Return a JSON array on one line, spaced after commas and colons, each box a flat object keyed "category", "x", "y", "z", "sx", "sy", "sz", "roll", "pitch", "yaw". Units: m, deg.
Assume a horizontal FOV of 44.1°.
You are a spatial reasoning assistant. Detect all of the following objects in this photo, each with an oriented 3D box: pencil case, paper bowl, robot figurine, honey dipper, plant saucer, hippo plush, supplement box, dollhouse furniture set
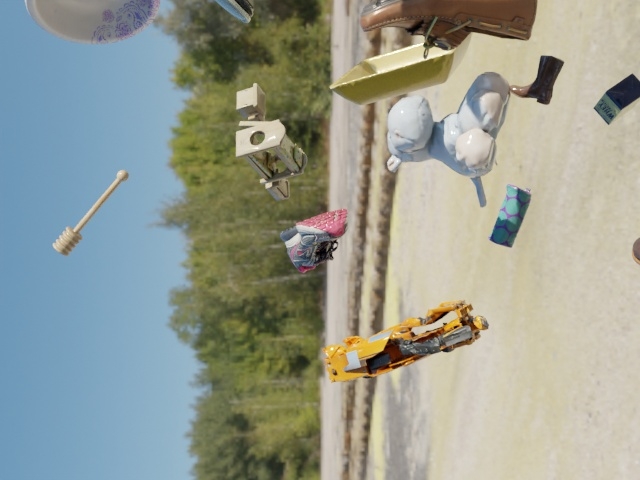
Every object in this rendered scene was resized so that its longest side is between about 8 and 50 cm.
[{"category": "pencil case", "x": 0.462, "y": -0.060, "z": 1.932, "sx": 0.070, "sy": 0.064, "sz": 0.152, "roll": 43, "pitch": 120, "yaw": 59}, {"category": "paper bowl", "x": -0.501, "y": -0.572, "z": 1.731, "sx": 0.284, "sy": 0.284, "sz": 0.148, "roll": 96, "pitch": 163, "yaw": -69}, {"category": "robot figurine", "x": 0.159, "y": 0.180, "z": 1.428, "sx": 0.211, "sy": 0.291, "sz": 0.085, "roll": -6, "pitch": -105, "yaw": -69}, {"category": "honey dipper", "x": -0.348, "y": -0.044, "z": 1.215, "sx": 0.161, "sy": 0.030, "sz": 0.030, "roll": -48, "pitch": 5, "yaw": 2}, {"category": "plant saucer", "x": 0.230, "y": -0.449, "z": 2.085, "sx": 0.081, "sy": 0.332, "sz": 0.333, "roll": 70, "pitch": -154, "yaw": -18}, {"category": "hippo plush", "x": 0.265, "y": -0.246, "z": 1.689, "sx": 0.294, "sy": 0.236, "sz": 0.234, "roll": 55, "pitch": -130, "yaw": -70}, {"category": "supplement box", "x": 0.685, "y": -0.322, "z": 1.808, "sx": 0.056, "sy": 0.083, "sz": 0.083, "roll": 54, "pitch": 168, "yaw": 14}, {"category": "dollhouse furniture set", "x": -0.080, "y": -0.199, "z": 1.567, "sx": 0.182, "sy": 0.101, "sz": 0.161, "roll": 48, "pitch": -146, "yaw": -56}]

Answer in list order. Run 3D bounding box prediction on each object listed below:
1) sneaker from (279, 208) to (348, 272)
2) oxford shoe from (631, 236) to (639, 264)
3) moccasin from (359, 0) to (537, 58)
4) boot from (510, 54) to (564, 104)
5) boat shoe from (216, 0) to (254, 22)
[{"category": "sneaker", "x": 0.000, "y": 0.000, "z": 1.859, "sx": 0.112, "sy": 0.121, "sz": 0.299, "roll": 70, "pitch": 161, "yaw": 3}, {"category": "oxford shoe", "x": 0.644, "y": -0.001, "z": 1.331, "sx": 0.271, "sy": 0.098, "sz": 0.097, "roll": -4, "pitch": 54, "yaw": 50}, {"category": "moccasin", "x": 0.264, "y": -0.446, "z": 1.622, "sx": 0.139, "sy": 0.380, "sz": 0.147, "roll": -149, "pitch": 54, "yaw": -63}, {"category": "boot", "x": 0.486, "y": -0.374, "z": 1.783, "sx": 0.037, "sy": 0.106, "sz": 0.114, "roll": -48, "pitch": -27, "yaw": -46}, {"category": "boat shoe", "x": -0.265, "y": -0.677, "z": 1.909, "sx": 0.340, "sy": 0.113, "sz": 0.127, "roll": 45, "pitch": 175, "yaw": 5}]
